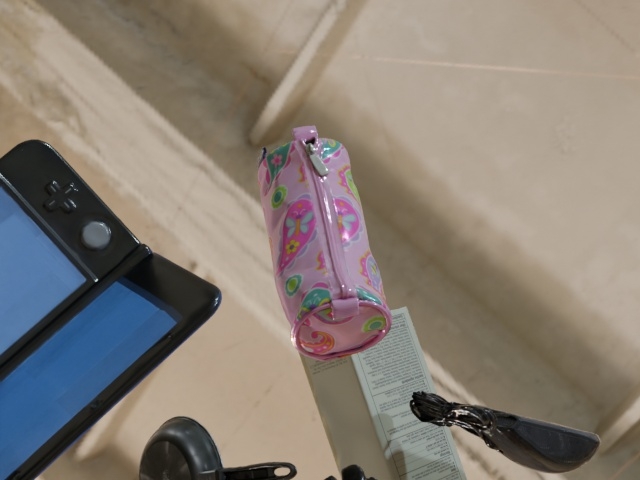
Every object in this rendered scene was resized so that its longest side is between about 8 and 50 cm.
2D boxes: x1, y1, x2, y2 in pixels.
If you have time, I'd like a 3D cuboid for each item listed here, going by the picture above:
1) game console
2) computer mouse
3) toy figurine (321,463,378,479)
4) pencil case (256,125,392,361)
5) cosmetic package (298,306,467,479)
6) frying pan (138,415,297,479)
[{"bbox_3d":[-0.280,0.066,1.035,0.250,0.293,0.173,48,-17,-1],"label":"game console"},{"bbox_3d":[0.268,0.278,1.626,0.188,0.272,0.072,0,-105,66],"label":"computer mouse"},{"bbox_3d":[0.062,0.312,0.959,0.213,0.209,0.148,3,-39,49],"label":"toy figurine"},{"bbox_3d":[0.000,0.000,1.364,0.124,0.124,0.284,-48,-141,36],"label":"pencil case"},{"bbox_3d":[0.096,0.270,1.751,0.113,0.160,0.309,-25,-101,44],"label":"cosmetic package"},{"bbox_3d":[-0.172,0.378,1.716,0.326,0.053,0.197,15,-81,46],"label":"frying pan"}]
